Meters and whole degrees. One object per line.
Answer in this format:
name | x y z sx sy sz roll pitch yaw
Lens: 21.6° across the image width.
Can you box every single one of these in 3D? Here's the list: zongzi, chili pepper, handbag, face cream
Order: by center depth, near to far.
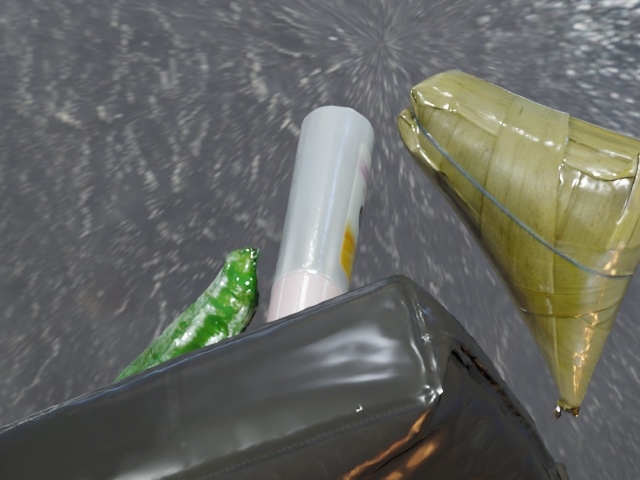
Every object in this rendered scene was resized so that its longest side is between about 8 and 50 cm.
handbag | -0.018 0.131 0.759 0.246 0.223 0.080 -22 51 13
face cream | 0.000 0.000 1.204 0.057 0.084 0.198 6 59 4
zongzi | 0.155 0.001 1.395 0.228 0.115 0.256 23 119 14
chili pepper | -0.116 0.092 1.431 0.088 0.059 0.227 36 110 3
